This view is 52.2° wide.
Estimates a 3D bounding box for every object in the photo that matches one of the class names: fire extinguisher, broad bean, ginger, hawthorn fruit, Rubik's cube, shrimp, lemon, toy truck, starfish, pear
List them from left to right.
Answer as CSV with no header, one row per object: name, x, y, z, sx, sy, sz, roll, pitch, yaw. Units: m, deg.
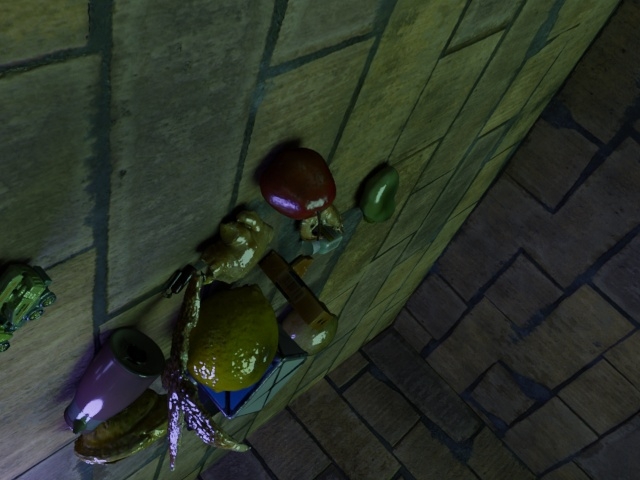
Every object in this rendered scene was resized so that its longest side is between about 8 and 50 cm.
toy truck,-0.521,0.110,1.062,0.169,0.077,0.100,-44,165,2
fire extinguisher,-0.334,0.099,1.528,0.100,0.032,0.046,-50,174,-3
starfish,-0.309,0.339,1.558,0.132,0.398,0.384,-13,155,-34
lemon,-0.236,0.258,1.740,0.311,0.253,0.253,-67,160,2
ginger,-0.202,0.029,1.544,0.216,0.102,0.157,-48,156,3
Rubik's cube,-0.230,0.355,1.989,0.260,0.259,0.255,-49,164,4
hawthorn fruit,-0.031,-0.105,1.452,0.162,0.203,0.163,-41,166,-13
pear,-0.037,0.325,2.443,0.211,0.188,0.228,-37,163,1
shrimp,0.006,-0.044,1.892,0.133,0.053,0.236,-61,153,1
broad bean,0.182,-0.139,2.050,0.169,0.100,0.228,-39,152,-41

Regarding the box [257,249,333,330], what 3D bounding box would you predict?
box,-0.071,0.146,1.884,0.070,0.237,0.152,-39,162,1

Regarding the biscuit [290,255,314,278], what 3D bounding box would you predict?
biscuit,-0.070,0.090,2.113,0.118,0.023,0.140,-37,161,-23

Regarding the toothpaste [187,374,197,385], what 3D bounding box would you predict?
toothpaste,-0.369,0.414,2.165,0.194,0.043,0.067,-41,160,-29

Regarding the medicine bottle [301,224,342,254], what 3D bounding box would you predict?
medicine bottle,0.000,0.000,1.977,0.118,0.074,0.055,-27,156,-41

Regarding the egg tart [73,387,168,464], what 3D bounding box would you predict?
egg tart,-0.523,0.475,1.739,0.290,0.116,0.290,-18,-168,4

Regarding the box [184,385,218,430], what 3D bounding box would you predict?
box,-0.335,0.527,2.414,0.359,0.091,0.350,-26,156,-45

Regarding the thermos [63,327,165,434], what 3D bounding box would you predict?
thermos,-0.501,0.341,1.555,0.265,0.146,0.176,-47,-166,20
